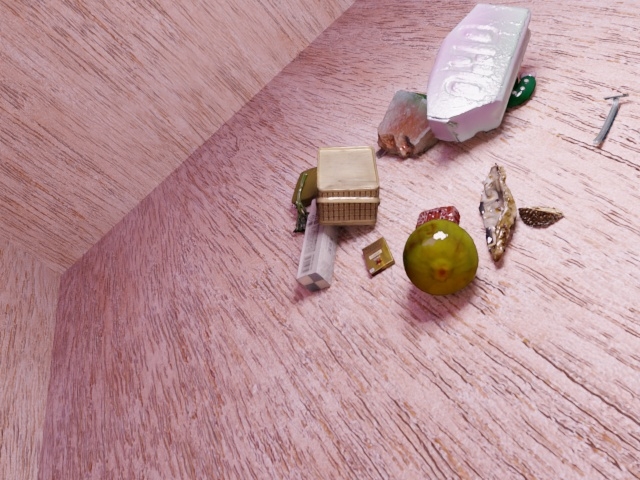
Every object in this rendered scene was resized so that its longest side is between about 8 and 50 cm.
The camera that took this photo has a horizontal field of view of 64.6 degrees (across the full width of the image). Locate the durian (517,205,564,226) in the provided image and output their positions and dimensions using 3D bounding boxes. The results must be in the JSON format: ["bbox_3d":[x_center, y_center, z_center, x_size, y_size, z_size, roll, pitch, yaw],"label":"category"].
[{"bbox_3d":[0.602,-0.068,1.399,0.066,0.052,0.130,-18,21,-37],"label":"durian"}]

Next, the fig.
[{"bbox_3d":[0.328,0.033,1.409,0.207,0.207,0.230,-26,38,24],"label":"fig"}]

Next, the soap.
[{"bbox_3d":[0.513,-0.555,1.696,0.261,0.156,0.447,18,81,23],"label":"soap"}]

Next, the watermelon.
[{"bbox_3d":[0.367,-0.457,1.918,0.302,0.151,0.264,-48,49,-1],"label":"watermelon"}]

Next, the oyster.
[{"bbox_3d":[0.510,-0.080,1.464,0.129,0.078,0.345,124,161,-50],"label":"oyster"}]

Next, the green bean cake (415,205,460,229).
[{"bbox_3d":[0.363,-0.044,1.587,0.135,0.056,0.135,-12,46,37],"label":"green bean cake"}]

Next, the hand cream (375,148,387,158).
[{"bbox_3d":[0.294,-0.397,2.070,0.165,0.037,0.057,-39,34,19],"label":"hand cream"}]

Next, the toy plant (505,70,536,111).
[{"bbox_3d":[0.625,-0.531,1.796,0.243,0.112,0.232,-46,51,-1],"label":"toy plant"}]

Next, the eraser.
[{"bbox_3d":[0.000,0.000,1.873,0.098,0.096,0.404,-22,39,30],"label":"eraser"}]

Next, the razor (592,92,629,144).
[{"bbox_3d":[0.827,-0.344,1.457,0.068,0.037,0.191,4,58,54],"label":"razor"}]

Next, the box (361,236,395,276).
[{"bbox_3d":[0.191,0.052,1.686,0.090,0.023,0.133,-35,35,14],"label":"box"}]

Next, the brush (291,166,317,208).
[{"bbox_3d":[-0.047,-0.232,2.205,0.123,0.059,0.197,-12,46,33],"label":"brush"}]

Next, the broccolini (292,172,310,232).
[{"bbox_3d":[-0.060,-0.164,2.074,0.123,0.062,0.272,-12,65,34],"label":"broccolini"}]

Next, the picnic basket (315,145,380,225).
[{"bbox_3d":[0.095,-0.193,1.846,0.227,0.176,0.313,-1,39,2],"label":"picnic basket"}]
